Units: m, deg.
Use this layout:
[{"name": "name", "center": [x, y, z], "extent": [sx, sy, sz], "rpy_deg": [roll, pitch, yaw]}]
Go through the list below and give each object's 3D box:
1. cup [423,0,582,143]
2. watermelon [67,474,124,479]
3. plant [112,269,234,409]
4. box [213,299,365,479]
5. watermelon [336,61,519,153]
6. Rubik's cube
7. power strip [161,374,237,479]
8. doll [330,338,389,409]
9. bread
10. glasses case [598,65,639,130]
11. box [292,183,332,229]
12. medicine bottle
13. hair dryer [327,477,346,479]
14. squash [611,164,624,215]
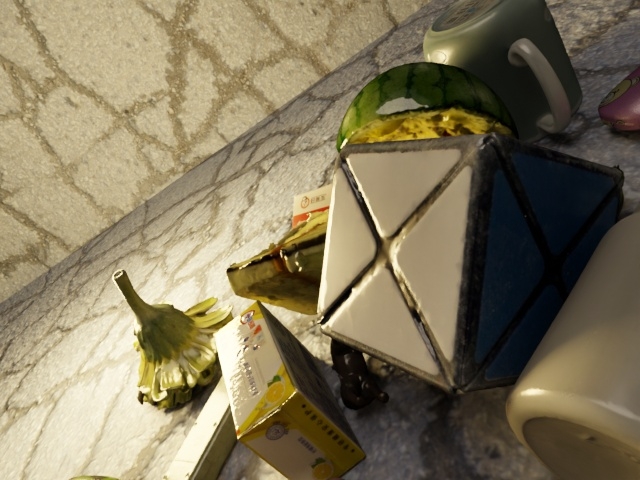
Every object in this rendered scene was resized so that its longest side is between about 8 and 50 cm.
[{"name": "cup", "center": [0.374, -0.343, 1.037], "extent": [0.259, 0.274, 0.356], "rpy_deg": [-33, 26, 9]}, {"name": "watermelon", "center": [-0.373, 0.461, 0.807], "extent": [0.159, 0.128, 0.303], "rpy_deg": [-38, 27, -2]}, {"name": "plant", "center": [-0.339, 0.220, 1.095], "extent": [0.306, 0.297, 0.261], "rpy_deg": [1, 74, 29]}, {"name": "box", "center": [-0.058, 0.222, 0.777], "extent": [0.097, 0.168, 0.265], "rpy_deg": [-41, 28, -1]}, {"name": "watermelon", "center": [0.193, -0.234, 0.979], "extent": [0.331, 0.331, 0.189], "rpy_deg": [-17, 73, 33]}, {"name": "Rubik's cube", "center": [0.169, 0.020, 0.634], "extent": [0.255, 0.259, 0.260], "rpy_deg": [9, 91, 57]}, {"name": "power strip", "center": [-0.175, 0.317, 0.888], "extent": [0.078, 0.052, 0.272], "rpy_deg": [-14, 34, 38]}, {"name": "doll", "center": [0.045, 0.187, 0.773], "extent": [0.057, 0.165, 0.139], "rpy_deg": [-10, 67, -11]}, {"name": "bread", "center": [0.000, 0.000, 0.857], "extent": [0.263, 0.236, 0.198], "rpy_deg": [-21, 68, 35]}, {"name": "glasses case", "center": [0.624, -0.294, 0.878], "extent": [0.316, 0.076, 0.123], "rpy_deg": [-36, 27, 0]}, {"name": "box", "center": [0.090, -0.024, 1.002], "extent": [0.353, 0.069, 0.214], "rpy_deg": [-13, 65, 36]}, {"name": "medicine bottle", "center": [0.344, 0.078, 0.475], "extent": [0.339, 0.208, 0.208], "rpy_deg": [-48, 29, -21]}, {"name": "hair dryer", "center": [0.045, 0.314, 0.497], "extent": [0.125, 0.210, 0.352], "rpy_deg": [-49, 14, -12]}, {"name": "squash", "center": [0.363, -0.006, 0.744], "extent": [0.252, 0.066, 0.066], "rpy_deg": [-42, 27, -9]}]
